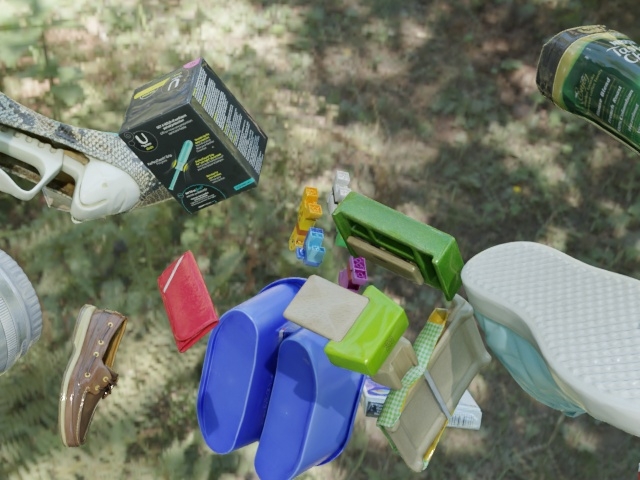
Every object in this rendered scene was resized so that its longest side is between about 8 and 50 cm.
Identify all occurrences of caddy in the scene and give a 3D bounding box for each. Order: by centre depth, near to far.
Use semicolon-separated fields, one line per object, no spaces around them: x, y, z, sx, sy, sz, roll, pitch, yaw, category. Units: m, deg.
-0.055;0.230;1.751;0.241;0.341;0.179;26;27;26;caddy

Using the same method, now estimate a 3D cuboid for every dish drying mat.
-0.085;0.037;0.673;0.032;0.008;0.083;-39;33;6;dish drying mat

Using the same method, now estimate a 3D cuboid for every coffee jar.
0.286;-0.133;0.977;0.096;0.079;0.184;-14;37;-30;coffee jar

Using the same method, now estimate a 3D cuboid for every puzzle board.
-0.470;-0.083;2.011;0.128;0.011;0.096;16;35;-47;puzzle board

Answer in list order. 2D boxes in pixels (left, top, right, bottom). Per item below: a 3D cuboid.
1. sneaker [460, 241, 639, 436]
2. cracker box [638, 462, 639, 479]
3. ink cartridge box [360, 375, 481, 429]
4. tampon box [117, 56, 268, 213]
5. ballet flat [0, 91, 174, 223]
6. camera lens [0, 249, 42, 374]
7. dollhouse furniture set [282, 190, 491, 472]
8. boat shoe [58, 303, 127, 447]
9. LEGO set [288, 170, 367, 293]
0.270;0.118;1.063;0.135;0.150;0.366;-28;24;-5;sneaker
0.438;0.349;1.247;0.067;0.156;0.232;26;52;-12;cracker box
0.172;0.284;1.946;0.206;0.045;0.208;7;9;-3;ink cartridge box
-0.167;-0.139;1.432;0.120;0.161;0.101;-20;39;25;tampon box
-0.464;-0.129;1.844;0.483;0.164;0.182;22;43;-16;ballet flat
-0.595;0.145;1.637;0.219;0.219;0.274;31;38;20;camera lens
0.081;0.121;1.314;0.151;0.301;0.197;24;67;32;dollhouse furniture set
-0.280;0.167;1.318;0.060;0.064;0.178;7;72;4;boat shoe
0.000;0.000;1.572;0.087;0.093;0.227;11;42;-17;LEGO set
